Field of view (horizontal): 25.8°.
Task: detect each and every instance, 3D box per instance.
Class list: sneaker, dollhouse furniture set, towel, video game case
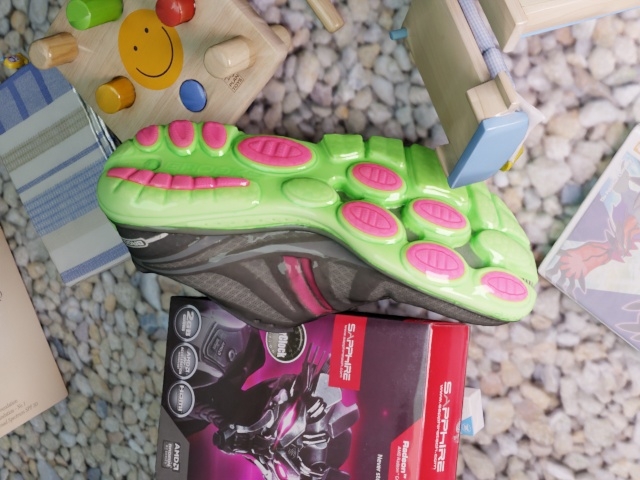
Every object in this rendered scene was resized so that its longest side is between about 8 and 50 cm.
[{"bbox_3d":[0.000,0.000,1.514,0.483,0.185,0.202,14,141,13],"label":"sneaker"},{"bbox_3d":[0.191,-0.247,1.368,0.303,0.198,0.286,112,140,-64],"label":"dollhouse furniture set"},{"bbox_3d":[-0.321,-0.092,1.792,0.209,0.034,0.285,-25,92,40],"label":"towel"},{"bbox_3d":[0.339,0.013,1.398,0.183,0.023,0.201,39,126,15],"label":"video game case"}]

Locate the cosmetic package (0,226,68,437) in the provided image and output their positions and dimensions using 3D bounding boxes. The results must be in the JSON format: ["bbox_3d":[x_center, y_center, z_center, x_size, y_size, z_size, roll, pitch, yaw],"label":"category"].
[{"bbox_3d":[-0.484,0.109,1.902,0.113,0.160,0.309,-13,102,36],"label":"cosmetic package"}]

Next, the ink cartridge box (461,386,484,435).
[{"bbox_3d":[0.142,0.192,1.597,0.083,0.028,0.048,3,109,34],"label":"ink cartridge box"}]

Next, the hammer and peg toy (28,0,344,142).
[{"bbox_3d":[-0.154,-0.246,1.556,0.266,0.127,0.361,49,127,8],"label":"hammer and peg toy"}]

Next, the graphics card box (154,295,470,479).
[{"bbox_3d":[-0.018,0.191,1.620,0.371,0.094,0.232,5,90,34],"label":"graphics card box"}]

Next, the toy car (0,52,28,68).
[{"bbox_3d":[-0.411,-0.277,1.771,0.122,0.040,0.060,51,128,7],"label":"toy car"}]
